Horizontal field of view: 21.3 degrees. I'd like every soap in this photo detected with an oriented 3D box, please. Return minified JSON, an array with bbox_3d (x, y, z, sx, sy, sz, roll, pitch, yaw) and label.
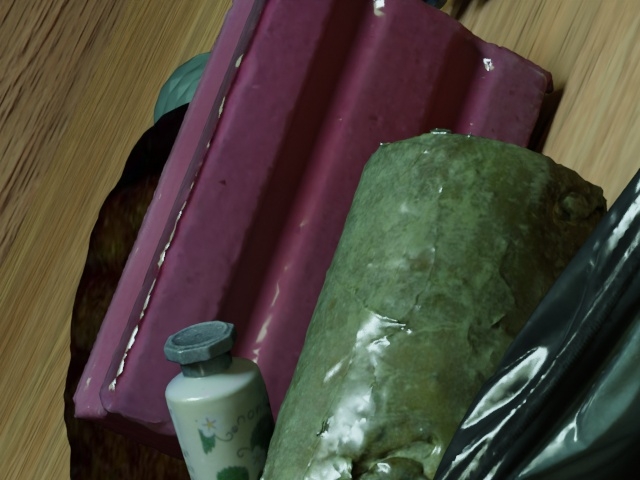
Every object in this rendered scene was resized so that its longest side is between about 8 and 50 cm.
[{"bbox_3d":[0.000,0.000,1.198,0.128,0.233,0.359,-25,42,65],"label":"soap"}]

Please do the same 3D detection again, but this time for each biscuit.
[{"bbox_3d":[-0.106,0.087,1.432,0.407,0.091,0.407,-31,54,56],"label":"biscuit"}]

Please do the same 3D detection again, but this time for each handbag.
[{"bbox_3d":[0.172,0.038,0.831,0.075,0.192,0.332,41,109,27],"label":"handbag"}]

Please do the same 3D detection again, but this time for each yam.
[{"bbox_3d":[0.067,0.082,1.030,0.168,0.168,0.304,-31,36,56],"label":"yam"}]

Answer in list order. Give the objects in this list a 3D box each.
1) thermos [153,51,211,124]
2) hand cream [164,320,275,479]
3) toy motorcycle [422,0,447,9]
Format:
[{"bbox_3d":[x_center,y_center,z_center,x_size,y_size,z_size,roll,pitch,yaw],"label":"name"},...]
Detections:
[{"bbox_3d":[-0.065,-0.074,1.617,0.286,0.145,0.182,-132,39,-67],"label":"thermos"},{"bbox_3d":[-0.040,0.183,1.065,0.059,0.276,0.095,-7,20,22],"label":"hand cream"},{"bbox_3d":[0.132,-0.287,1.477,0.215,0.080,0.122,-60,19,-7],"label":"toy motorcycle"}]
